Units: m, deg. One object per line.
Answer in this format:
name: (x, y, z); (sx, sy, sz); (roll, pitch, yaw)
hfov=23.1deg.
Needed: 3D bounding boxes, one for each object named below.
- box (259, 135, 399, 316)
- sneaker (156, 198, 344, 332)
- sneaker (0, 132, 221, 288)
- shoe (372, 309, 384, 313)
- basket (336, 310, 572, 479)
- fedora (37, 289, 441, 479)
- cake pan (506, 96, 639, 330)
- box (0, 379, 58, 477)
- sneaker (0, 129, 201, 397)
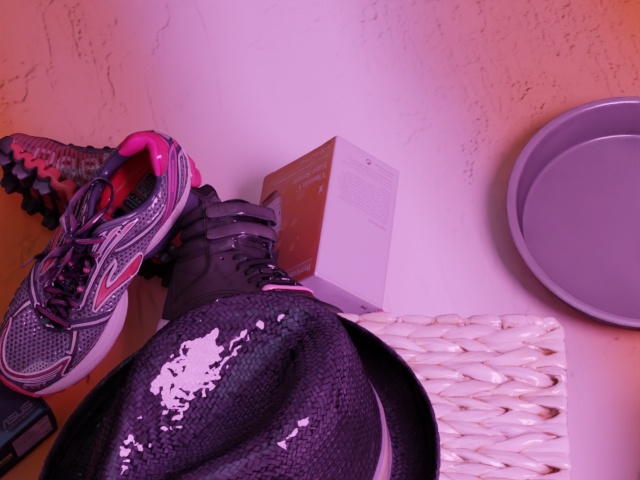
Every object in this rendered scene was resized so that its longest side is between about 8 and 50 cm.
box: (0.000, 0.000, 1.635); (0.091, 0.130, 0.170); (29, 53, -30)
sneaker: (-0.067, 0.030, 1.516); (0.104, 0.295, 0.147); (10, 84, -32)
sneaker: (-0.227, -0.059, 1.713); (0.276, 0.098, 0.135); (26, 63, 14)
shoe: (0.102, 0.127, 1.611); (0.081, 0.063, 0.178); (-22, 64, -15)
basket: (0.053, 0.245, 1.384); (0.328, 0.331, 0.266); (2, 57, 4)
fedora: (-0.070, 0.149, 1.171); (0.334, 0.152, 0.334); (-3, 51, 3)
cake pan: (0.346, -0.024, 1.694); (0.293, 0.054, 0.293); (-1, 58, 2)
box: (-0.414, 0.195, 1.588); (0.232, 0.059, 0.183); (-39, 64, -20)
sneaker: (-0.238, 0.017, 1.575); (0.121, 0.112, 0.299); (28, 82, 14)
